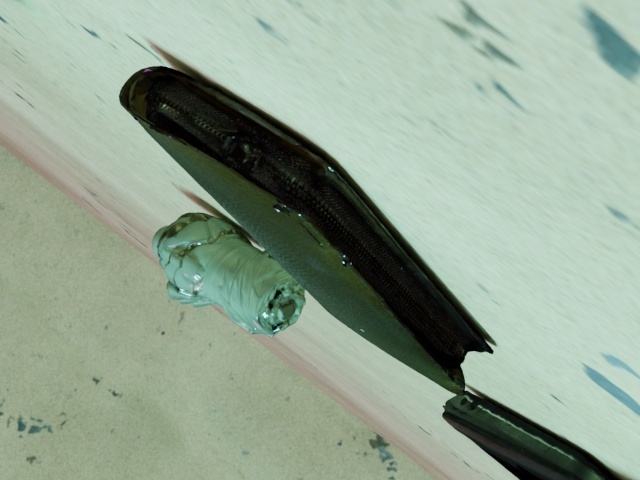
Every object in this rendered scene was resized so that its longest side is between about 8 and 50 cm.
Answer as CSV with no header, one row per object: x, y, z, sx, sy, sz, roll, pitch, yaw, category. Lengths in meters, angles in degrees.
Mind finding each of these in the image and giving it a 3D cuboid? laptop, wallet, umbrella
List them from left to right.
-0.066,0.021,1.066,0.062,0.067,0.143,2,-165,-45,umbrella
0.000,0.000,0.673,0.110,0.031,0.198,33,172,36,wallet
0.179,0.168,0.943,0.207,0.026,0.154,39,172,-25,laptop
